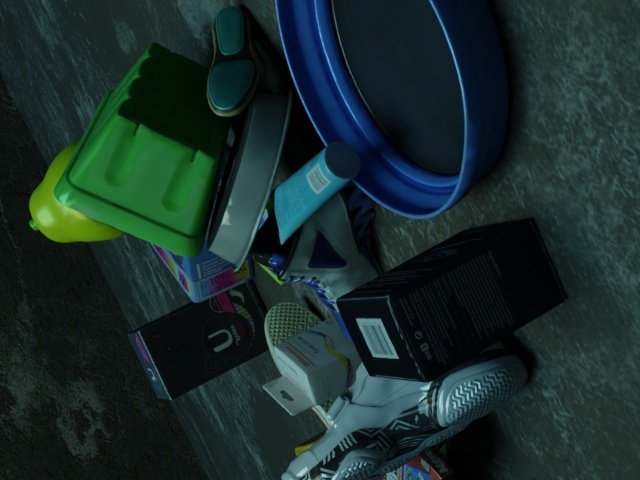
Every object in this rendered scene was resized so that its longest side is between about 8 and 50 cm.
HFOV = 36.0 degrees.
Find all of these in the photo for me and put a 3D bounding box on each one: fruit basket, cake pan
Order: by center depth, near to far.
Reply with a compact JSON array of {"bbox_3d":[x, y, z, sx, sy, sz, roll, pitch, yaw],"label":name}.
[{"bbox_3d":[-0.113,-0.099,1.509,0.293,0.054,0.293,-163,90,-79],"label":"cake pan"},{"bbox_3d":[-0.315,-0.105,1.650,0.283,0.392,0.392,24,162,-12],"label":"fruit basket"}]

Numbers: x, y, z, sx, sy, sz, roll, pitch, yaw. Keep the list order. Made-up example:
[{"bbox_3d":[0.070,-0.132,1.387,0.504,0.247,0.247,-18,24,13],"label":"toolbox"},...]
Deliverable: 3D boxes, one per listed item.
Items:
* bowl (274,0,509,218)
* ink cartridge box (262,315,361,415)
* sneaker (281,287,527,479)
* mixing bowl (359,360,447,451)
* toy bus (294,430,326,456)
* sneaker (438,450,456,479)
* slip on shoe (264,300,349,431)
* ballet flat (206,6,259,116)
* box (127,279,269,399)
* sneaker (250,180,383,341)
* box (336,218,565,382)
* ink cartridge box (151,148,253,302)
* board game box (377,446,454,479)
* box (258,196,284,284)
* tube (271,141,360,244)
[{"bbox_3d":[0.077,-0.218,1.160,0.391,0.077,0.391,49,154,33],"label":"bowl"},{"bbox_3d":[0.006,0.197,1.617,0.115,0.198,0.067,32,142,53],"label":"ink cartridge box"},{"bbox_3d":[0.078,0.190,1.324,0.137,0.366,0.210,25,-145,-61],"label":"sneaker"},{"bbox_3d":[0.148,0.230,1.466,0.181,0.098,0.181,48,154,33],"label":"mixing bowl"},{"bbox_3d":[0.074,0.539,1.971,0.332,0.108,0.130,63,157,4],"label":"toy bus"},{"bbox_3d":[0.217,0.451,1.575,0.145,0.090,0.270,36,149,48],"label":"sneaker"},{"bbox_3d":[0.002,0.260,1.820,0.331,0.123,0.101,54,161,13],"label":"slip on shoe"},{"bbox_3d":[-0.128,-0.260,1.502,0.073,0.080,0.232,76,-169,-53],"label":"ballet flat"},{"bbox_3d":[-0.251,0.211,2.118,0.165,0.270,0.143,64,159,-2],"label":"box"},{"bbox_3d":[-0.011,0.029,1.491,0.127,0.182,0.315,39,148,49],"label":"sneaker"},{"bbox_3d":[0.148,0.069,1.140,0.108,0.207,0.153,65,159,-5],"label":"box"},{"bbox_3d":[-0.273,-0.107,1.989,0.270,0.151,0.395,47,152,36],"label":"ink cartridge box"},{"bbox_3d":[0.138,0.368,1.481,0.145,0.027,0.281,46,155,34],"label":"board game box"},{"bbox_3d":[-0.098,-0.017,1.824,0.109,0.042,0.178,41,149,43],"label":"box"},{"bbox_3d":[-0.019,-0.066,1.313,0.207,0.052,0.080,-36,56,56],"label":"tube"}]
